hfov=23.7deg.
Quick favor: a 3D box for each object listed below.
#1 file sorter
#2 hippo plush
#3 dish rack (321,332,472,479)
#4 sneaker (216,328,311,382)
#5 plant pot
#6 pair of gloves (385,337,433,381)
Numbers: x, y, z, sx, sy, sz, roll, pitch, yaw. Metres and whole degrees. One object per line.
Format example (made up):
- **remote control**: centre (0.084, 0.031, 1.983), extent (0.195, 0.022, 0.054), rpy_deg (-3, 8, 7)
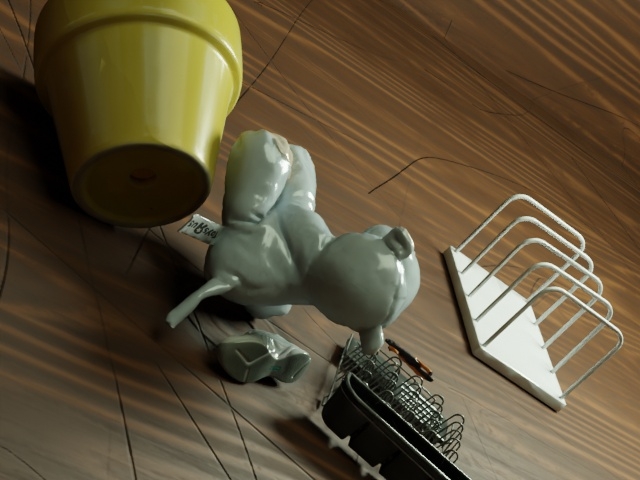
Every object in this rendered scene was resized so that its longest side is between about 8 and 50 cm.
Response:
- **file sorter**: centre (0.342, 0.089, 2.432), extent (0.193, 0.173, 0.278), rpy_deg (34, 25, -25)
- **hippo plush**: centre (0.000, 0.000, 1.775), extent (0.236, 0.234, 0.294), rpy_deg (10, 3, 18)
- **dish rack**: centre (0.101, 0.213, 1.911), extent (0.208, 0.074, 0.271), rpy_deg (43, 20, -8)
- **sneaker**: centre (-0.077, 0.132, 1.783), extent (0.061, 0.054, 0.152), rpy_deg (39, 13, 33)
- **plant pot**: centre (-0.213, -0.156, 1.811), extent (0.254, 0.254, 0.239), rpy_deg (27, 42, -38)
- **pair of gloves**: centre (0.114, 0.155, 1.966), extent (0.074, 0.010, 0.083), rpy_deg (39, -9, 14)
